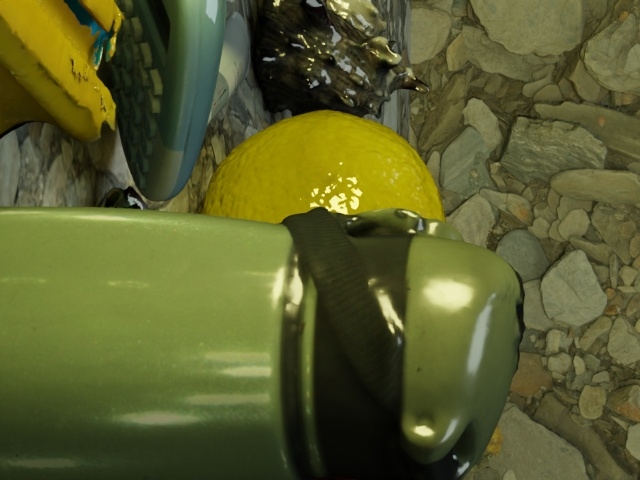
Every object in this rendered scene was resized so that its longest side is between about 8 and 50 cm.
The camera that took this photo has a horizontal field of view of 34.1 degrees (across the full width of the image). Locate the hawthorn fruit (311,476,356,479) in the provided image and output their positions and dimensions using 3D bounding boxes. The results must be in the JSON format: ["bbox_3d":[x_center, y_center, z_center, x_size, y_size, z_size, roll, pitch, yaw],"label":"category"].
[{"bbox_3d":[0.067,0.376,1.421,0.307,0.265,0.265,49,43,-60],"label":"hawthorn fruit"}]

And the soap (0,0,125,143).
[{"bbox_3d":[-0.195,-0.201,0.536,0.324,0.096,0.204,62,31,-68],"label":"soap"}]

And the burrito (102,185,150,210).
[{"bbox_3d":[-0.134,0.078,0.921,0.309,0.066,0.096,77,8,-49],"label":"burrito"}]

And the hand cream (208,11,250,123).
[{"bbox_3d":[-0.110,-0.170,1.085,0.255,0.048,0.079,-73,165,-62],"label":"hand cream"}]

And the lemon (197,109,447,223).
[{"bbox_3d":[0.000,0.000,1.097,0.268,0.268,0.322,76,-3,-51],"label":"lemon"}]

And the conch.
[{"bbox_3d":[0.014,-0.272,1.395,0.313,0.186,0.241,-18,82,-59],"label":"conch"}]

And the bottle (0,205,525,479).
[{"bbox_3d":[-0.061,0.062,0.585,0.168,0.347,0.168,0,90,-80],"label":"bottle"}]

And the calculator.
[{"bbox_3d":[-0.117,-0.158,0.763,0.303,0.042,0.188,111,-35,-46],"label":"calculator"}]
